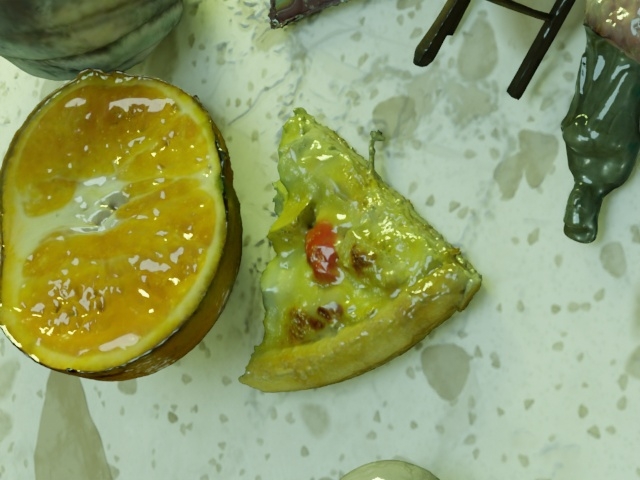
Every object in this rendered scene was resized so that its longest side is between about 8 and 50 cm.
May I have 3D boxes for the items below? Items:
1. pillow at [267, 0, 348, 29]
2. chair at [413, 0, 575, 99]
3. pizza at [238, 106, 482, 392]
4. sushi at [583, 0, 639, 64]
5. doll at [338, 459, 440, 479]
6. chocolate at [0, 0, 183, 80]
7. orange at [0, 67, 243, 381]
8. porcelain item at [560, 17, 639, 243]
[{"bbox_3d":[0.016,-0.285,1.764,0.185,0.043,0.118,-10,82,41],"label":"pillow"},{"bbox_3d":[0.181,-0.303,1.543,0.160,0.186,0.319,48,114,40],"label":"chair"},{"bbox_3d":[0.000,0.000,1.705,0.280,0.075,0.288,-36,62,28],"label":"pizza"},{"bbox_3d":[0.323,-0.150,1.377,0.241,0.161,0.107,37,105,20],"label":"sushi"},{"bbox_3d":[0.127,0.279,1.513,0.287,0.151,0.151,10,89,37],"label":"doll"},{"bbox_3d":[-0.243,-0.290,1.864,0.303,0.213,0.303,-45,13,14],"label":"chocolate"},{"bbox_3d":[-0.202,-0.004,1.762,0.274,0.274,0.310,-48,20,23],"label":"orange"},{"bbox_3d":[0.247,-0.105,1.534,0.081,0.069,0.216,20,100,35],"label":"porcelain item"}]
